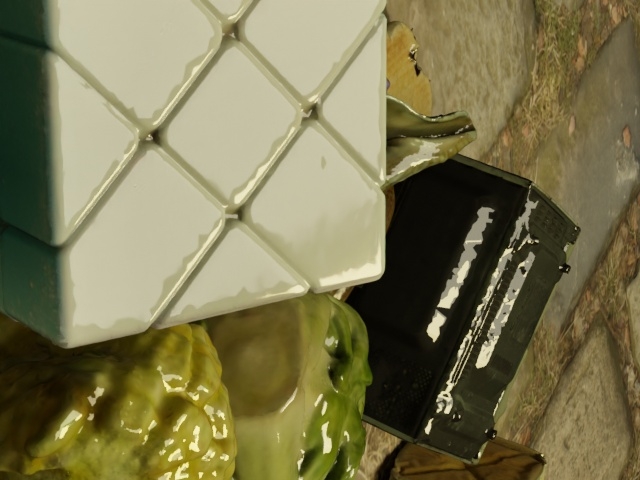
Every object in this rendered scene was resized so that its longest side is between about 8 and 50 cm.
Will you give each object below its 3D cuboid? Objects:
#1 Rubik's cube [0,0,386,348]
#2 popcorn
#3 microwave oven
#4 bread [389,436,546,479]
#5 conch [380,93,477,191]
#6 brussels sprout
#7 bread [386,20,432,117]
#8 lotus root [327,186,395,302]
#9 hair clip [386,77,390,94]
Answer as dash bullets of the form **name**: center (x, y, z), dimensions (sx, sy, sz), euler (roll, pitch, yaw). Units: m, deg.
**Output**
- **Rubik's cube**: center (-0.155, -0.122, 1.379), dimensions (0.318, 0.316, 0.322), euler (-12, 111, -33)
- **popcorn**: center (-0.216, 0.171, 1.500), dimensions (0.293, 0.293, 0.237), euler (-49, 149, -43)
- **microwave oven**: center (0.165, 0.087, 2.116), dimensions (0.355, 0.218, 0.286), euler (-65, 155, -4)
- **bread**: center (0.204, 0.362, 2.353), dimensions (0.192, 0.209, 0.110), euler (-37, 134, -51)
- **conch**: center (-0.004, -0.085, 1.825), dimensions (0.386, 0.169, 0.203), euler (-37, 135, -34)
- **brussels sprout**: center (-0.062, 0.173, 1.775), dimensions (0.328, 0.247, 0.328), euler (-12, 90, -86)
- **bread**: center (0.066, -0.131, 2.126), dimensions (0.316, 0.054, 0.316), euler (-27, 121, -57)
- **lotus root**: center (0.000, 0.000, 1.948), dimensions (0.241, 0.123, 0.124), euler (-59, 146, -7)
- **hair clip**: center (-0.003, -0.206, 1.841), dimensions (0.278, 0.137, 0.090), euler (16, 102, -49)
